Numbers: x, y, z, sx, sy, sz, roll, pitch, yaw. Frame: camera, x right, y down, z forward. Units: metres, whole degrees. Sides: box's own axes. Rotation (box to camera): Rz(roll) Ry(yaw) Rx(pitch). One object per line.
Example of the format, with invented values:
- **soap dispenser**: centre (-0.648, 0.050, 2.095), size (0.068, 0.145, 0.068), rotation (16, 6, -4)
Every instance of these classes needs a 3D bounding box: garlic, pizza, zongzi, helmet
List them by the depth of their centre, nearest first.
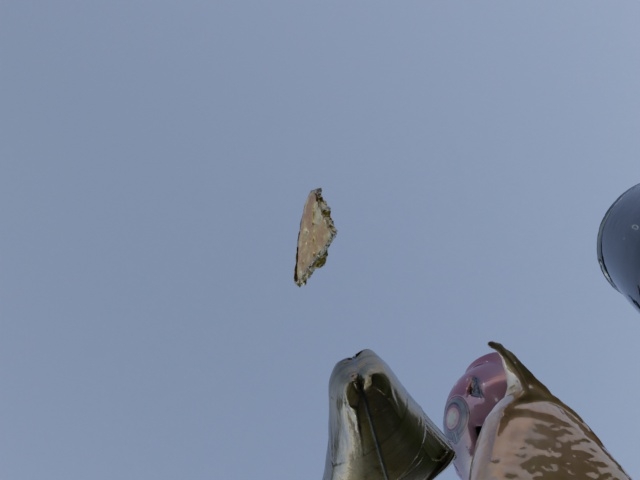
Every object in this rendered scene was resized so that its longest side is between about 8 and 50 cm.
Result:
- **garlic**: centre (0.139, 0.190, 0.532), size (0.145, 0.245, 0.164), rotation (-25, -67, 23)
- **pizza**: centre (0.000, 0.000, 1.009), size (0.026, 0.108, 0.123), rotation (8, -88, -20)
- **zongzi**: centre (0.026, 0.281, 1.164), size (0.256, 0.115, 0.228), rotation (-32, -60, 9)
- **helmet**: centre (0.294, 0.342, 1.556), size (0.154, 0.198, 0.253), rotation (-13, -114, -35)

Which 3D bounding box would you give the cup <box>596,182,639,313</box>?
- **cup**: centre (0.408, 0.019, 0.901), size (0.223, 0.176, 0.169), rotation (5, -80, -8)
